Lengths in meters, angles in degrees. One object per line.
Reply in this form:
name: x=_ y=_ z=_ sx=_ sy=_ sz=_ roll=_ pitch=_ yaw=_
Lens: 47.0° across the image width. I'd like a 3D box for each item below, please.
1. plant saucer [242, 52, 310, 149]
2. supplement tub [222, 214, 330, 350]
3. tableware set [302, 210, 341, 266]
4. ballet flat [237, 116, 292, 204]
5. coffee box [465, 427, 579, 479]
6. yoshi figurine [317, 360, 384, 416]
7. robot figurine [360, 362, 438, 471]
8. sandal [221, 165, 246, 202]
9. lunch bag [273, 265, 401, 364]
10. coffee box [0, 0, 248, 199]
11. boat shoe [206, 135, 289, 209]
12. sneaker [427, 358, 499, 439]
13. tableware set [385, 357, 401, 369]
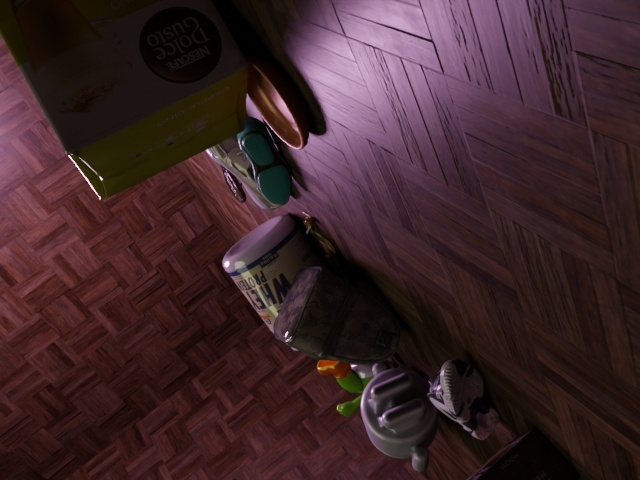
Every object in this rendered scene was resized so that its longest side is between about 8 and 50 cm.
plant saucer: x=-0.080 y=-0.255 z=1.330 sx=0.200 sy=0.037 sz=0.200 roll=49 pitch=169 yaw=13
supplement tub: x=-0.091 y=0.118 z=2.039 sx=0.325 sy=0.235 sz=0.235 roll=55 pitch=169 yaw=-12
tableware set: x=0.000 y=0.000 z=1.844 sx=0.104 sy=0.024 sz=0.154 roll=36 pitch=160 yaw=56
ballet flat: x=-0.123 y=-0.187 z=1.661 sx=0.247 sy=0.083 sz=0.087 roll=66 pitch=-173 yaw=-51
coffee box: x=0.373 y=0.483 z=1.449 sx=0.119 sy=0.168 sz=0.297 roll=49 pitch=169 yaw=18
yoshi figurine: x=0.140 y=0.435 z=2.230 sx=0.362 sy=0.203 sz=0.203 roll=45 pitch=-167 yaw=-21
robot figurine: x=0.213 y=0.465 z=1.969 sx=0.353 sy=0.199 sz=0.300 roll=73 pitch=177 yaw=-61
sandal: x=-0.259 y=-0.217 z=2.163 sx=0.219 sy=0.060 sz=0.090 roll=66 pitch=165 yaw=9
lunch bag: x=0.044 y=0.199 z=1.806 sx=0.255 sy=0.213 sz=0.305 roll=27 pitch=171 yaw=-10
coffee box: x=-0.356 y=-0.321 z=1.366 sx=0.335 sy=0.337 sz=0.338 roll=60 pitch=169 yaw=5
boat shoe: x=-0.180 y=-0.202 z=1.804 sx=0.302 sy=0.109 sz=0.094 roll=48 pitch=154 yaw=-21
sneaker: x=0.264 y=0.301 z=1.512 sx=0.153 sy=0.094 sz=0.235 roll=27 pitch=163 yaw=48
tableware set: x=0.202 y=0.343 z=2.110 sx=0.169 sy=0.020 sz=0.141 roll=55 pitch=172 yaw=-21
